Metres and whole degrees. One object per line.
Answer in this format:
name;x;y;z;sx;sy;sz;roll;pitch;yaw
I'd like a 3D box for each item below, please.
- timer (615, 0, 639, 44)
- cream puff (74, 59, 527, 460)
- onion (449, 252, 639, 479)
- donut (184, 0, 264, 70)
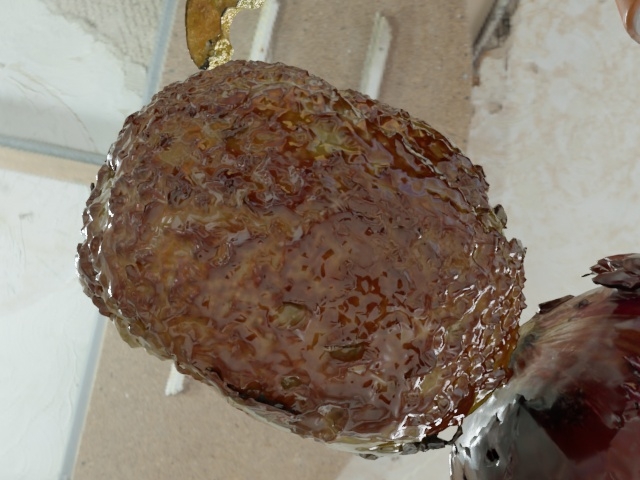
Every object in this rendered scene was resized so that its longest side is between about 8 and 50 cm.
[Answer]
timer;0.412;-0.260;0.722;0.258;0.161;0.250;22;-43;-32
cream puff;0.000;0.000;0.431;0.240;0.240;0.164;33;-85;-24
onion;0.224;0.147;0.574;0.276;0.276;0.276;-4;-78;-21
donut;-0.075;-0.180;0.675;0.067;0.038;0.083;-1;-87;22
